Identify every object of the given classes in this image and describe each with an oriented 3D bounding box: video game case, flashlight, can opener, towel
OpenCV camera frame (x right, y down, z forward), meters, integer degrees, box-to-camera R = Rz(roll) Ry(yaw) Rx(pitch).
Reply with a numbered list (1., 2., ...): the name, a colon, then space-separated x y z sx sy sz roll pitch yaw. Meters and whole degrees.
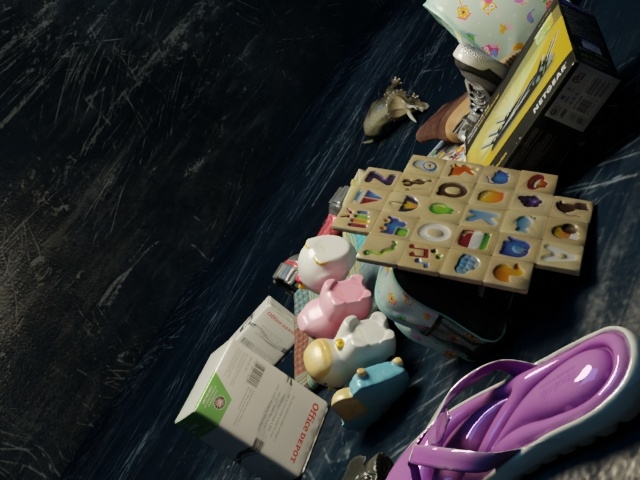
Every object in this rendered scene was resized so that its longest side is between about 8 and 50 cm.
1. video game case: 0.269 -0.169 1.765 0.201 0.023 0.183 -49 15 13
2. flashlight: 0.000 0.000 1.996 0.304 0.103 0.103 -57 15 -18
3. can opener: 0.412 -0.177 1.332 0.186 0.073 0.059 155 111 -65
4. towel: 0.046 0.104 1.539 0.370 0.040 0.271 -49 29 37

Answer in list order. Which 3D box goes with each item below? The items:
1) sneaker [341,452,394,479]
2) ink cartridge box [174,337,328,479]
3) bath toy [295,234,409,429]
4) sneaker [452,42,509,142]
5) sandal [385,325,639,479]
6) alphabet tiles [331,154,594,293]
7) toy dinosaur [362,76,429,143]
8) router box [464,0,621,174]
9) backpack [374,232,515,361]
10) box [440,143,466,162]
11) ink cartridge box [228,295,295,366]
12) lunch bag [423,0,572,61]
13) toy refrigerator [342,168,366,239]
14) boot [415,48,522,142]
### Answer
1. sneaker: 0.057 0.356 1.114 0.089 0.051 0.170 -42 13 31
2. ink cartridge box: -0.116 0.303 1.412 0.092 0.219 0.160 -39 18 47
3. bath toy: 0.031 0.140 1.356 0.348 0.151 0.129 -109 15 -46
4. sneaker: 0.301 -0.254 1.505 0.101 0.268 0.153 43 104 37
5. sandal: 0.192 0.210 0.950 0.416 0.102 0.169 -43 17 30
6. alphabet tiles: 0.204 -0.035 1.152 0.285 0.343 0.011 -58 -27 -49
7. toy dinosaur: 0.180 -0.362 2.288 0.313 0.121 0.160 -28 14 47
8. router box: 0.347 -0.207 1.320 0.243 0.081 0.309 -80 15 -52
9. backpack: 0.174 0.069 1.167 0.166 0.188 0.144 -63 8 -33
10. box: 0.233 -0.101 1.625 0.207 0.036 0.114 -34 37 45
11. ink cartridge box: -0.123 0.218 1.834 0.150 0.109 0.063 -47 12 13
12. lunch bag: 0.385 -0.522 1.787 0.223 0.262 0.160 -49 15 13
13. toy refrigerator: 0.103 -0.060 1.806 0.269 0.094 0.102 -86 20 -65
14. boot: 0.326 -0.306 1.725 0.248 0.090 0.207 -49 21 -15
